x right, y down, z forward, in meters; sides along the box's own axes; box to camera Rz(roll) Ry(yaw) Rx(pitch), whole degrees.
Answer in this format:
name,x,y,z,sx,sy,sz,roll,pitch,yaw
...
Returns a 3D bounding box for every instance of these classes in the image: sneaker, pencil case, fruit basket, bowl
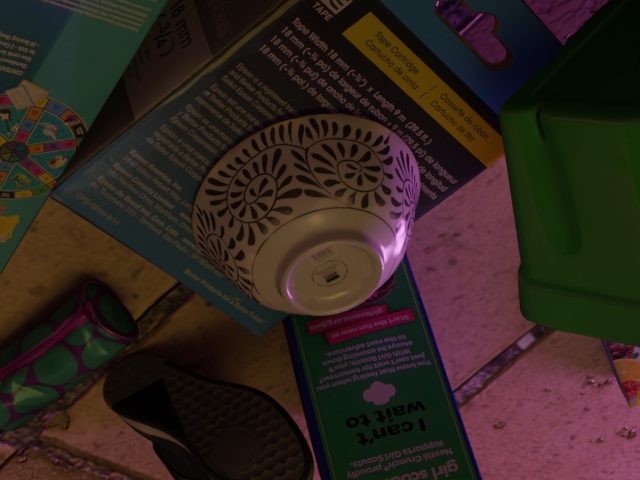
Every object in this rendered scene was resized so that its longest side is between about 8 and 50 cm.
name,x,y,z,sx,sy,sz,roll,pitch,yaw
sneaker,-0.068,0.189,1.378,0.086,0.226,0.163,-51,138,-17
pencil case,-0.224,0.097,1.323,0.152,0.064,0.070,-36,158,18
fruit basket,0.346,-0.026,1.131,0.392,0.283,0.392,-7,102,-38
bowl,0.000,0.000,1.135,0.170,0.080,0.170,-10,136,-10

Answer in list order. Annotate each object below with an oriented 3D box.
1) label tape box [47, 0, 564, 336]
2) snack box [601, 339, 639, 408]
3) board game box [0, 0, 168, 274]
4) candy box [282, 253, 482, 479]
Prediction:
name,x,y,z,sx,sy,sz,roll,pitch,yaw
label tape box,-0.004,-0.103,1.165,0.334,0.106,0.240,-36,134,17
snack box,0.318,0.090,1.511,0.100,0.037,0.141,-25,136,5
board game box,-0.272,-0.078,1.012,0.254,0.079,0.336,11,118,-54
candy box,0.059,0.176,1.311,0.122,0.317,0.268,-17,136,-2
